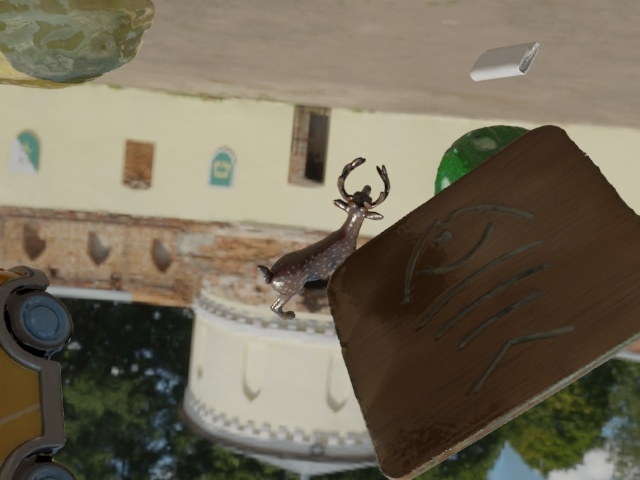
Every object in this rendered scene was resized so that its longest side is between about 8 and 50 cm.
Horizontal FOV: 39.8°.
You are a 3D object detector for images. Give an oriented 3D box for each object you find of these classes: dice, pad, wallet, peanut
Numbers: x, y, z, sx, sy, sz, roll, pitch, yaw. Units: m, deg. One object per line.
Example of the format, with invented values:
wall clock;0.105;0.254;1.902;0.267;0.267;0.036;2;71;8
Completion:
dice;0.220;-0.059;1.082;0.128;0.131;0.120;-14;-134;-17
pad;0.140;0.039;0.782;0.018;0.286;0.284;47;-165;-35
wallet;0.291;-0.284;1.398;0.025;0.061;0.122;39;167;-24
peanut;-0.267;-0.184;0.694;0.306;0.147;0.147;-2;-178;24

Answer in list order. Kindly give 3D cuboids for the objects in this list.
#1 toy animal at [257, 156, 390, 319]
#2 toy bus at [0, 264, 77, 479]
toy animal;0.014;0.012;1.396;0.087;0.243;0.260;41;157;22
toy bus;-0.226;0.110;0.506;0.136;0.209;0.126;15;142;-41
